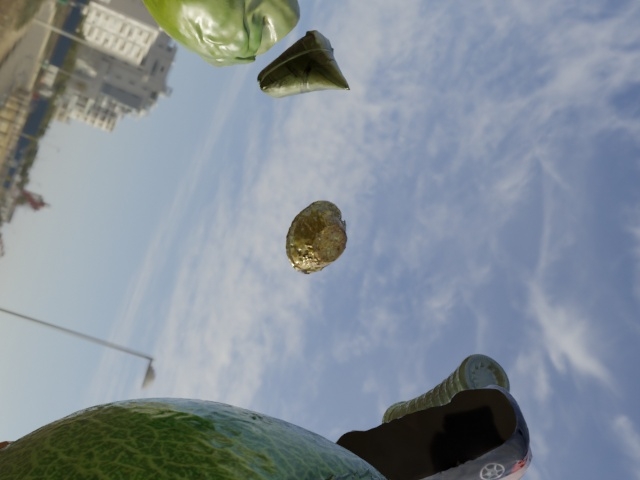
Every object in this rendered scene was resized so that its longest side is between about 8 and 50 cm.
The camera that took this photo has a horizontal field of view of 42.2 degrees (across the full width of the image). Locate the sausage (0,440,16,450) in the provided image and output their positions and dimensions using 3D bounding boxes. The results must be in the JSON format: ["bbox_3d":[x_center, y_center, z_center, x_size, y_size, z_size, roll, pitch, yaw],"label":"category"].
[{"bbox_3d":[-0.416,0.411,1.228,0.153,0.268,0.141,-45,-173,-33],"label":"sausage"}]

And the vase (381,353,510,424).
[{"bbox_3d":[0.256,0.338,1.690,0.299,0.143,0.143,128,-26,-48],"label":"vase"}]

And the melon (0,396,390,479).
[{"bbox_3d":[-0.076,0.125,0.385,0.169,0.265,0.129,25,-80,34],"label":"melon"}]

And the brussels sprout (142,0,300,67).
[{"bbox_3d":[-0.128,-0.293,0.910,0.161,0.223,0.223,-40,-165,-15],"label":"brussels sprout"}]

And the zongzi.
[{"bbox_3d":[-0.021,-0.188,1.007,0.104,0.052,0.113,-38,-128,21],"label":"zongzi"}]

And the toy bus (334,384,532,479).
[{"bbox_3d":[0.153,0.320,1.196,0.303,0.147,0.127,-22,-131,6],"label":"toy bus"}]

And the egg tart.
[{"bbox_3d":[0.000,0.000,1.359,0.049,0.129,0.128,29,-82,46],"label":"egg tart"}]
